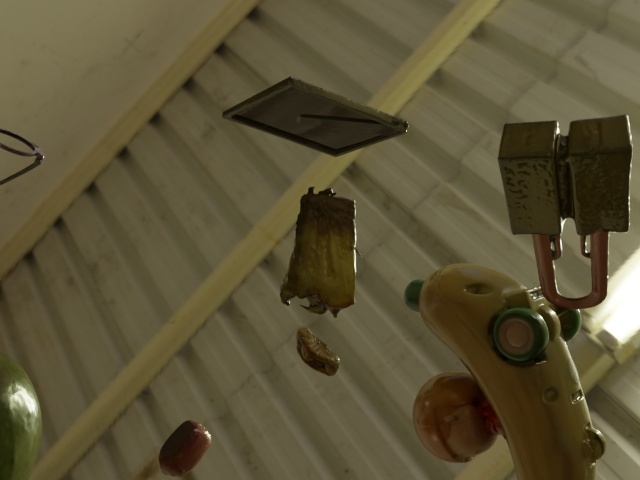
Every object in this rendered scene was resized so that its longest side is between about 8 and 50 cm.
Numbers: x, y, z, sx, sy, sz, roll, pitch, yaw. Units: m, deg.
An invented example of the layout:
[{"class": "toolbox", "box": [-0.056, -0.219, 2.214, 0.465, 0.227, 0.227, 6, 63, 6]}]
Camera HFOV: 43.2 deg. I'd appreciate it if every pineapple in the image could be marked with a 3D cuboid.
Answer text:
[{"class": "pineapple", "box": [0.000, 0.000, 0.745, 0.069, 0.116, 0.137, 4, -145, -3]}]

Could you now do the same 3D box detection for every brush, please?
[{"class": "brush", "box": [0.227, -0.011, 0.734, 0.103, 0.233, 0.047, -2, -130, 19]}]

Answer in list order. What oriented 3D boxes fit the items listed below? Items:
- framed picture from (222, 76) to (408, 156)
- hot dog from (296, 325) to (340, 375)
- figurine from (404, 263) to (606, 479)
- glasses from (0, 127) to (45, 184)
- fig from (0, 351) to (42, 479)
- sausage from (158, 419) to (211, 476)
[{"class": "framed picture", "box": [-0.007, -0.197, 1.349, 0.189, 0.260, 0.023, -15, -112, 48]}, {"class": "hot dog", "box": [-0.012, 0.155, 1.118, 0.090, 0.034, 0.030, 40, -52, 37]}, {"class": "figurine", "box": [0.199, 0.182, 0.930, 0.222, 0.124, 0.324, -22, -98, 34]}, {"class": "glasses", "box": [-0.364, -0.075, 0.824, 0.103, 0.140, 0.062, -63, -170, 13]}, {"class": "fig", "box": [-0.305, 0.159, 0.594, 0.181, 0.181, 0.191, 21, -70, 40]}, {"class": "sausage", "box": [-0.207, 0.321, 1.236, 0.059, 0.054, 0.094, 7, -136, 37]}]
